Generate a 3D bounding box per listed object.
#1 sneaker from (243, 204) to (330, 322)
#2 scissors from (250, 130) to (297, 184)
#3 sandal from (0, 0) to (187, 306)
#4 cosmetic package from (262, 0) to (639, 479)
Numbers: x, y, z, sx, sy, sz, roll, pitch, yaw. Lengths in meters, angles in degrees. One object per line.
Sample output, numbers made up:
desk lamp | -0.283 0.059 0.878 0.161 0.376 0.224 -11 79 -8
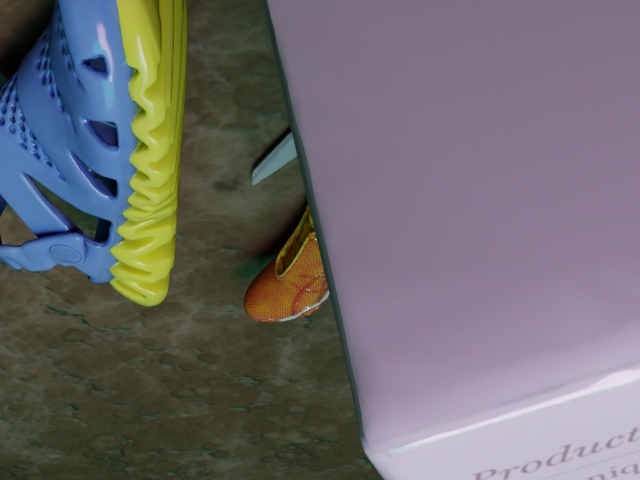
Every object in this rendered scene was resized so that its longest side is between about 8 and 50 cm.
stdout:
sneaker | 0.000 0.000 0.895 0.067 0.064 0.175 30 125 -35
scissors | 0.049 -0.107 0.760 0.109 0.021 0.297 9 144 -20
sandal | -0.149 -0.061 0.734 0.138 0.126 0.317 7 145 -7
cosmetic package | 0.186 -0.010 0.604 0.329 0.327 0.393 -18 145 6
